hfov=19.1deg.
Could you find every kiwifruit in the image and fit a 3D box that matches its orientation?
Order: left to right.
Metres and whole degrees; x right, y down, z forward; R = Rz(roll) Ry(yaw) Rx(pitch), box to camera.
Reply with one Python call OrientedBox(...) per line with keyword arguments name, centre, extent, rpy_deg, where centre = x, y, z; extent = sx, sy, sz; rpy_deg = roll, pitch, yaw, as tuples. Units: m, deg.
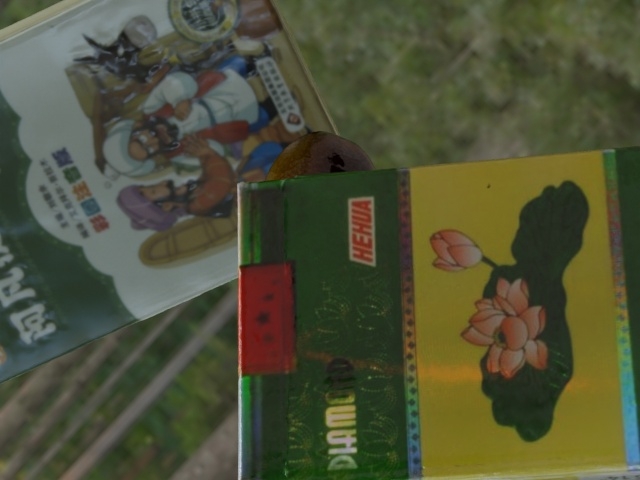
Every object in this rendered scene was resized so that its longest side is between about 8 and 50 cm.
OrientedBox(name="kiwifruit", centre=(0.000, 0.000, 1.036), extent=(0.075, 0.075, 0.124), rpy_deg=(36, -136, -46))

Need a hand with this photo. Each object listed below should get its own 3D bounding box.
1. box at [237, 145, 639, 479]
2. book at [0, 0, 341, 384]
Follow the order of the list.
OrientedBox(name="box", centre=(0.084, 0.031, 0.727), extent=(0.034, 0.235, 0.132), rpy_deg=(62, -156, -67))
OrientedBox(name="book", centre=(-0.126, -0.043, 1.107), extent=(0.027, 0.264, 0.202), rpy_deg=(-106, -9, -60))
